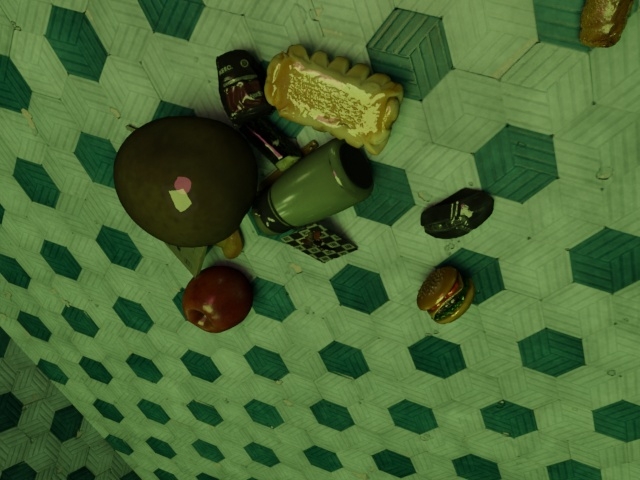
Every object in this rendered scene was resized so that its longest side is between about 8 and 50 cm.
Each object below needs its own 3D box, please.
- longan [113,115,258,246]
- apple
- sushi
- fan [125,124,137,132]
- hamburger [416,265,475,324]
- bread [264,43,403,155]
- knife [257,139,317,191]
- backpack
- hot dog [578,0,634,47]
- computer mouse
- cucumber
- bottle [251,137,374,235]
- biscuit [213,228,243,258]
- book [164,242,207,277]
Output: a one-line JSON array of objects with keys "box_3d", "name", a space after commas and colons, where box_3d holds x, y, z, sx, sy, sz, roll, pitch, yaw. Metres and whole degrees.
[{"box_3d": [-0.337, -0.154, 1.144, 0.361, 0.361, 0.360, 10, 126, 14], "name": "longan"}, {"box_3d": [-0.334, 0.192, 1.472, 0.218, 0.201, 0.218, 14, 133, 15], "name": "apple"}, {"box_3d": [0.000, 0.000, 1.285, 0.139, 0.031, 0.201, -22, 144, 32], "name": "sushi"}, {"box_3d": [-0.392, -0.271, 1.282, 0.223, 0.012, 0.294, -31, 110, 34], "name": "fan"}, {"box_3d": [0.338, 0.146, 1.216, 0.115, 0.162, 0.162, 39, 128, -8], "name": "hamburger"}, {"box_3d": [0.028, -0.328, 1.015, 0.311, 0.121, 0.172, 24, 123, 3], "name": "bread"}, {"box_3d": [-0.096, -0.188, 1.224, 0.256, 0.022, 0.046, -32, 112, 35], "name": "knife"}, {"box_3d": [-0.185, -0.362, 1.059, 0.120, 0.106, 0.165, -23, 99, -1], "name": "backpack"}, {"box_3d": [0.513, -0.479, 0.763, 0.083, 0.068, 0.288, 12, 128, 21], "name": "hot dog"}, {"box_3d": [0.341, -0.059, 1.126, 0.192, 0.062, 0.105, -24, 112, 31], "name": "computer mouse"}, {"box_3d": [-0.154, -0.275, 1.150, 0.241, 0.074, 0.074, 44, 127, -3], "name": "cucumber"}, {"box_3d": [-0.039, -0.120, 1.167, 0.347, 0.168, 0.168, -25, 112, 37], "name": "bottle"}, {"box_3d": [-0.346, -0.066, 1.385, 0.299, 0.045, 0.154, 43, 133, -14], "name": "biscuit"}, {"box_3d": [-0.448, -0.047, 1.383, 0.283, 0.025, 0.214, 43, 136, 16], "name": "book"}]
